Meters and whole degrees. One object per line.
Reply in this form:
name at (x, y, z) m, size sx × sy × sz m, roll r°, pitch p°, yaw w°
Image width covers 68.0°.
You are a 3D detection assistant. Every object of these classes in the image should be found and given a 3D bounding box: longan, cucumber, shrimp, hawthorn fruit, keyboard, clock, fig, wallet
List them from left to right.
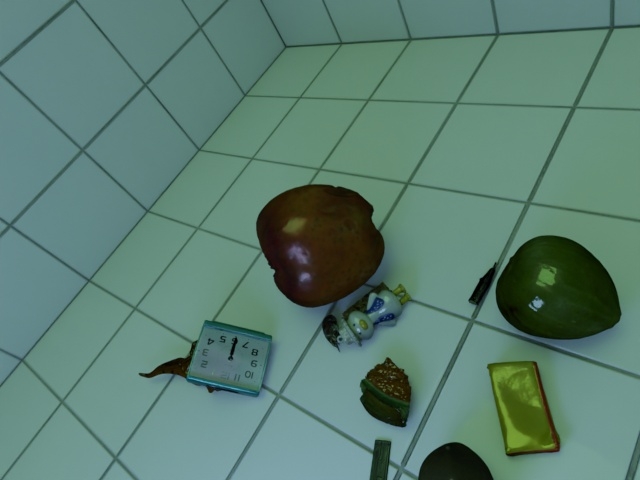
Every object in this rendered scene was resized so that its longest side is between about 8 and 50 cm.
clock at (-0.328, 0.434, 1.731) m, size 0.262 × 0.116 × 0.231 m, roll 14°, pitch 59°, yaw -5°
hawthorn fruit at (0.000, 0.000, 1.726) m, size 0.471 × 0.472 × 0.472 m, roll -16°, pitch 47°, yaw 19°
shrimp at (0.048, 0.332, 1.684) m, size 0.065 × 0.057 × 0.165 m, roll -29°, pitch 47°, yaw -2°
keyboard at (0.171, 0.656, 1.370) m, size 0.053 × 0.010 × 0.155 m, roll -4°, pitch 52°, yaw 27°
longan at (0.336, 0.615, 1.175) m, size 0.196 × 0.197 × 0.220 m, roll -26°, pitch 7°, yaw 10°
cucumber at (0.538, 0.141, 1.561) m, size 0.039 × 0.043 × 0.163 m, roll 30°, pitch 69°, yaw 14°
wallet at (0.548, 0.451, 1.287) m, size 0.141 × 0.067 × 0.241 m, roll -12°, pitch 53°, yaw 16°
fig at (0.666, 0.148, 1.327) m, size 0.316 × 0.316 × 0.316 m, roll -16°, pitch 47°, yaw 19°

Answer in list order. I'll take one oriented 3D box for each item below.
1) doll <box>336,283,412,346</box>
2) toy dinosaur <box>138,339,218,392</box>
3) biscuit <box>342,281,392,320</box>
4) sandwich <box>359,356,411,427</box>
doll at (0.178, 0.260, 1.625) m, size 0.293 × 0.138 × 0.119 m, roll -34°, pitch 4°, yaw -2°
toy dinosaur at (-0.509, 0.478, 1.869) m, size 0.432 × 0.097 × 0.208 m, roll 2°, pitch 61°, yaw 32°
biscuit at (0.169, 0.229, 1.713) m, size 0.199 × 0.034 × 0.064 m, roll -36°, pitch 45°, yaw -2°
sandwich at (0.219, 0.467, 1.445) m, size 0.160 × 0.109 × 0.184 m, roll -36°, pitch 38°, yaw -30°
